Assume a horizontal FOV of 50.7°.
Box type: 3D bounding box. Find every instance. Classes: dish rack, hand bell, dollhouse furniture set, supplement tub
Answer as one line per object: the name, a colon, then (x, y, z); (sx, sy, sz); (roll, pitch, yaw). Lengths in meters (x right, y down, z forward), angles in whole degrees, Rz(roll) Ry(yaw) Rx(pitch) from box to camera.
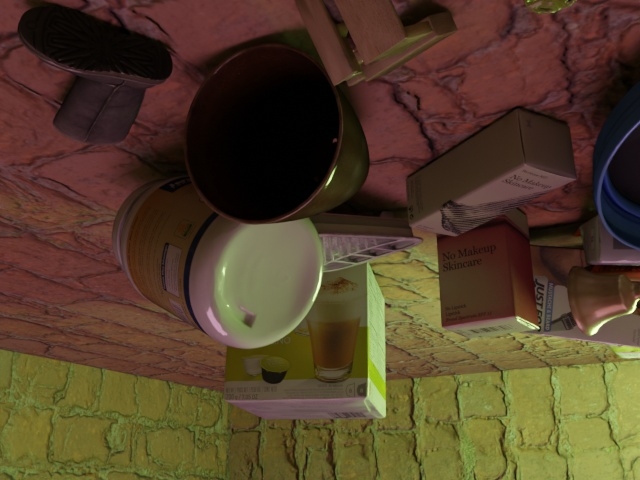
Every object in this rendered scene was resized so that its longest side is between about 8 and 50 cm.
dish rack: (0.000, 0.000, 1.295); (0.332, 0.073, 0.285); (1, 165, -44)
hand bell: (0.554, 0.083, 1.125); (0.242, 0.126, 0.126); (-15, 155, 40)
dollhouse furniture set: (0.055, -0.254, 0.738); (0.144, 0.123, 0.151); (-22, -174, 46)
supplement tub: (-0.174, 0.019, 1.068); (0.228, 0.229, 0.316); (20, 179, -44)

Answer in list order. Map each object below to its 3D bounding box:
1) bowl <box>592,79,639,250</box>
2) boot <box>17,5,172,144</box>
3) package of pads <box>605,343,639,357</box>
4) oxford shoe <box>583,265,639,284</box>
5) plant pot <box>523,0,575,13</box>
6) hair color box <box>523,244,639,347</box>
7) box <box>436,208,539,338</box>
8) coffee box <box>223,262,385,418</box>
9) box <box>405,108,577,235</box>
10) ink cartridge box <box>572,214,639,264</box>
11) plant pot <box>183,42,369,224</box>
bowl: (0.554, -0.123, 0.885); (0.390, 0.077, 0.391); (-1, 141, -1)
boot: (-0.301, -0.195, 0.850); (0.189, 0.076, 0.208); (16, 161, -33)
package of pads: (0.693, 0.144, 1.544); (0.101, 0.229, 0.296); (-12, 156, 29)
oxford shoe: (0.648, 0.105, 1.207); (0.363, 0.133, 0.130); (5, -163, 34)
plant pot: (0.215, -0.263, 0.640); (0.083, 0.079, 0.083); (1, 160, 0)
hair color box: (0.511, 0.107, 1.389); (0.338, 0.185, 0.110); (4, 178, 22)
box: (0.316, 0.058, 1.294); (0.148, 0.233, 0.126); (-15, 155, 34)
coffee box: (-0.022, 0.255, 1.680); (0.337, 0.335, 0.338); (-3, 158, 12)
box: (0.259, -0.097, 1.072); (0.113, 0.094, 0.275); (10, 158, -26)
ink cartridge box: (0.637, 0.009, 1.227); (0.307, 0.091, 0.385); (-1, 175, 14)
plant pot: (-0.026, -0.118, 0.896); (0.215, 0.216, 0.230); (-9, 172, 24)
